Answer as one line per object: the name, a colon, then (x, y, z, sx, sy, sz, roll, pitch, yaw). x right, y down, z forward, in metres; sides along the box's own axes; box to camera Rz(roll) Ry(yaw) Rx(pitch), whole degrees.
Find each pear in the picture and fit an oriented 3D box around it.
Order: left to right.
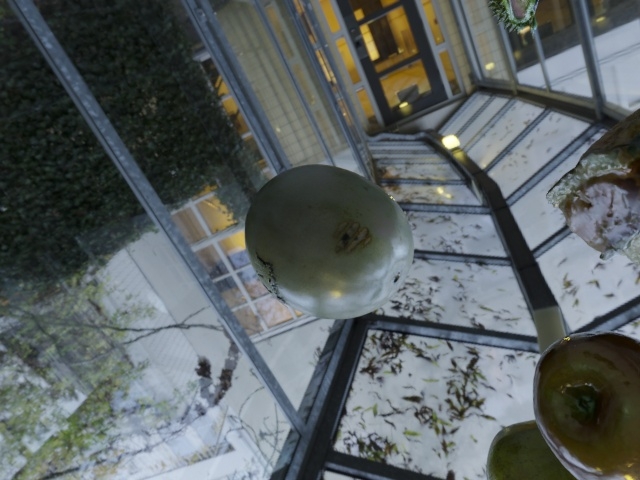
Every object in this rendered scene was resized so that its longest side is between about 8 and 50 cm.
pear: (0.402, 0.423, 0.807, 0.198, 0.198, 0.198, -23, -160, 9)

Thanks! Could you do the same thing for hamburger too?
hamburger: (0.363, -0.079, 0.441, 0.208, 0.135, 0.155, -33, 165, -17)

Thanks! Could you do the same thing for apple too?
apple: (0.199, 0.112, 0.293, 0.099, 0.102, 0.114, -46, -139, 30)

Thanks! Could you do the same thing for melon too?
melon: (0.000, 0.000, 0.805, 0.330, 0.268, 0.268, 28, -129, 32)

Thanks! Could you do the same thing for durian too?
durian: (0.346, -0.487, 0.798, 0.137, 0.220, 0.095, -2, -168, -21)
